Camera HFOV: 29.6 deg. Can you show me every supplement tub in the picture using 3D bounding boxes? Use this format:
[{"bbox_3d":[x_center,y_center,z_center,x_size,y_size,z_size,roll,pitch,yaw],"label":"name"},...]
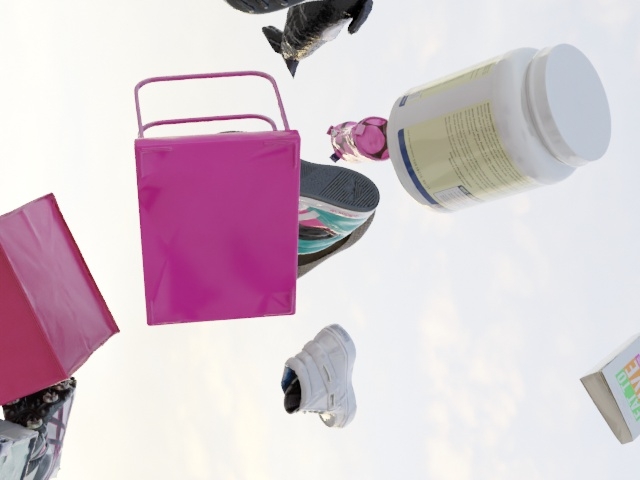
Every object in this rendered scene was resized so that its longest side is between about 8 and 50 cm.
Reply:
[{"bbox_3d":[0.301,-0.189,2.053,0.325,0.235,0.235,-16,-102,41],"label":"supplement tub"}]

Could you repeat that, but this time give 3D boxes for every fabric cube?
[{"bbox_3d":[-0.495,0.105,1.799,0.254,0.258,0.259,65,12,-6],"label":"fabric cube"}]

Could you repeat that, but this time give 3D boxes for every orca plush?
[{"bbox_3d":[-0.016,-0.324,1.545,0.287,0.102,0.151,-25,-122,58],"label":"orca plush"}]

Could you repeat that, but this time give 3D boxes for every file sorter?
[{"bbox_3d":[-0.142,-0.059,1.611,0.182,0.202,0.291,-105,-167,-51],"label":"file sorter"}]

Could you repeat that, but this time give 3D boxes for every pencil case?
[{"bbox_3d":[0.077,-0.188,2.265,0.095,0.098,0.209,-55,-168,-8],"label":"pencil case"}]

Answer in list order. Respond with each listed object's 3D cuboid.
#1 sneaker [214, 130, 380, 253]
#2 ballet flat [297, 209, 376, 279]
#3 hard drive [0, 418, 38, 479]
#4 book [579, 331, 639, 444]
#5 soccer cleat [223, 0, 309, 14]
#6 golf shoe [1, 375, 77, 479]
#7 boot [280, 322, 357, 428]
[{"bbox_3d":[-0.067,-0.071,2.015,0.178,0.295,0.124,122,-15,-51],"label":"sneaker"},{"bbox_3d":[0.000,0.000,2.291,0.084,0.250,0.058,55,9,6],"label":"ballet flat"},{"bbox_3d":[-0.418,0.367,1.294,0.237,0.064,0.339,12,97,-84],"label":"hard drive"},{"bbox_3d":[0.390,0.183,1.510,0.035,0.144,0.096,-29,-92,42],"label":"book"},{"bbox_3d":[0.032,-0.311,1.294,0.116,0.318,0.109,-134,-147,-65],"label":"soccer cleat"},{"bbox_3d":[-0.431,0.294,1.823,0.273,0.105,0.120,-79,164,-69],"label":"golf shoe"},{"bbox_3d":[-0.013,0.247,1.979,0.095,0.123,0.258,41,-30,32],"label":"boot"}]
